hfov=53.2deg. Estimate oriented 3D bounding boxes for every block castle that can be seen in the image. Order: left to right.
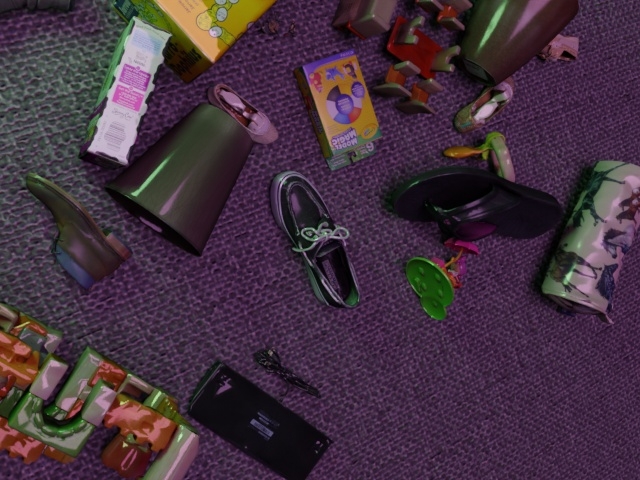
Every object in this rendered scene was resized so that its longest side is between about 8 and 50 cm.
[{"bbox_3d":[-0.433,0.270,0.990,0.453,0.303,0.213,35,79,-21],"label":"block castle"}]

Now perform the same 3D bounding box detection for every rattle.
[{"bbox_3d":[0.389,-0.145,1.493,0.142,0.130,0.200,-29,136,-4],"label":"rattle"}]

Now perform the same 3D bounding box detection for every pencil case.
[{"bbox_3d":[0.701,-0.007,1.587,0.183,0.160,0.411,29,80,-15],"label":"pencil case"}]

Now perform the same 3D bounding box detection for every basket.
[{"bbox_3d":[-0.234,-0.120,1.155,0.204,0.154,0.227,39,73,-18],"label":"basket"}]

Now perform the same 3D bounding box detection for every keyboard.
[{"bbox_3d":[-0.098,0.344,1.300,0.317,0.033,0.202,41,82,-22],"label":"keyboard"}]

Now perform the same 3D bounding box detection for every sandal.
[{"bbox_3d":[0.368,-0.063,1.413,0.445,0.168,0.107,7,47,-24],"label":"sandal"}]

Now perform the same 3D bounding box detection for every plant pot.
[{"bbox_3d":[0.413,-0.469,1.426,0.215,0.215,0.230,35,92,-22],"label":"plant pot"}]

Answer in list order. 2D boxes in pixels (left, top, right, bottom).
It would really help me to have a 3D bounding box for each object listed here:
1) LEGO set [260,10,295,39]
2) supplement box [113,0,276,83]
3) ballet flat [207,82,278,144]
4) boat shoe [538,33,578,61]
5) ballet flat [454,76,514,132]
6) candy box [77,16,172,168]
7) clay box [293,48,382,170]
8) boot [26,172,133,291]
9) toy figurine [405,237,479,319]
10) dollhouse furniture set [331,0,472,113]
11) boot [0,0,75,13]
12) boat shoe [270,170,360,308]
[{"bbox_3d":[-0.089,-0.426,1.280,0.083,0.023,0.054,19,86,-38],"label":"LEGO set"},{"bbox_3d":[-0.166,-0.485,1.143,0.195,0.194,0.356,46,74,-19],"label":"supplement box"},{"bbox_3d":[-0.147,-0.243,1.239,0.168,0.052,0.057,34,78,-23],"label":"ballet flat"},{"bbox_3d":[0.569,-0.466,1.560,0.170,0.063,0.059,-6,89,-26],"label":"boat shoe"},{"bbox_3d":[0.399,-0.318,1.484,0.206,0.067,0.073,-44,108,-17],"label":"ballet flat"},{"bbox_3d":[-0.337,-0.243,1.092,0.071,0.159,0.234,19,85,-26],"label":"candy box"},{"bbox_3d":[0.044,-0.269,1.327,0.127,0.053,0.222,-25,102,-22],"label":"clay box"},{"bbox_3d":[-0.438,-0.012,1.097,0.219,0.082,0.106,45,72,-22],"label":"boot"},{"bbox_3d":[0.295,0.069,1.439,0.159,0.130,0.173,-37,129,-29],"label":"toy figurine"},{"bbox_3d":[0.168,-0.434,1.360,0.259,0.135,0.262,25,82,-35],"label":"dollhouse furniture set"},{"bbox_3d":[-0.535,-0.529,1.026,0.222,0.118,0.338,-21,112,-26],"label":"boot"},{"bbox_3d":[-0.003,0.002,1.288,0.113,0.105,0.307,-23,102,-23],"label":"boat shoe"}]
